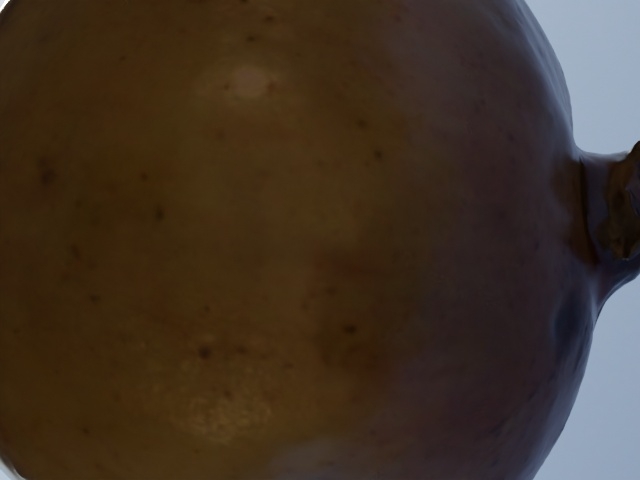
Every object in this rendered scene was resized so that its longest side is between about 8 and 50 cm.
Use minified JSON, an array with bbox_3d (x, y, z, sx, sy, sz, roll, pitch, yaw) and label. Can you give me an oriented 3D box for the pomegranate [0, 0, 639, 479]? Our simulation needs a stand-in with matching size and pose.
[{"bbox_3d":[0.000,0.000,0.828,0.338,0.338,0.338,-19,-113,55],"label":"pomegranate"}]
